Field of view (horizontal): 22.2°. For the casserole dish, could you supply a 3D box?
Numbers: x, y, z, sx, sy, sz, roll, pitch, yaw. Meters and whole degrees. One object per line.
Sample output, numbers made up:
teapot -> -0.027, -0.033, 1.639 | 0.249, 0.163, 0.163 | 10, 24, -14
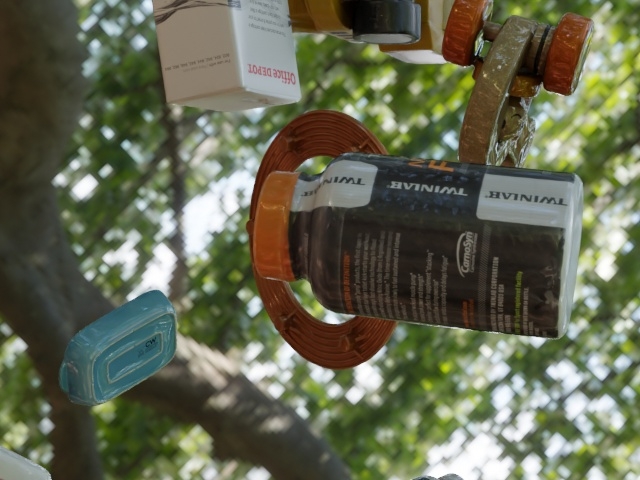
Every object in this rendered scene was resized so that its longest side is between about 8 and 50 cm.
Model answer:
casserole dish -> -0.239, 0.137, 2.010 | 0.037, 0.188, 0.114 | 28, -48, 33

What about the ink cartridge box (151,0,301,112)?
ink cartridge box -> -0.127, -0.309, 2.100 | 0.198, 0.115, 0.272 | -1, 83, -68

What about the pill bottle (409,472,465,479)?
pill bottle -> 0.132, 0.385, 2.291 | 0.094, 0.169, 0.094 | 23, -59, 46

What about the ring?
ring -> 0.000, 0.000, 2.101 | 0.337, 0.032, 0.336 | 10, -77, 51

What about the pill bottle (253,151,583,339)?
pill bottle -> 0.075, 0.000, 1.268 | 0.246, 0.130, 0.130 | 6, -26, 12

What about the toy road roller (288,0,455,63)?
toy road roller -> 0.059, -0.367, 2.326 | 0.241, 0.202, 0.329 | 0, -2, 23

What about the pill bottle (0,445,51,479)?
pill bottle -> -0.434, 0.355, 1.746 | 0.176, 0.318, 0.176 | 26, -9, 4

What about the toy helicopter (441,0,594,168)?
toy helicopter -> 0.198, -0.113, 1.775 | 0.140, 0.235, 0.355 | 17, -6, 12
